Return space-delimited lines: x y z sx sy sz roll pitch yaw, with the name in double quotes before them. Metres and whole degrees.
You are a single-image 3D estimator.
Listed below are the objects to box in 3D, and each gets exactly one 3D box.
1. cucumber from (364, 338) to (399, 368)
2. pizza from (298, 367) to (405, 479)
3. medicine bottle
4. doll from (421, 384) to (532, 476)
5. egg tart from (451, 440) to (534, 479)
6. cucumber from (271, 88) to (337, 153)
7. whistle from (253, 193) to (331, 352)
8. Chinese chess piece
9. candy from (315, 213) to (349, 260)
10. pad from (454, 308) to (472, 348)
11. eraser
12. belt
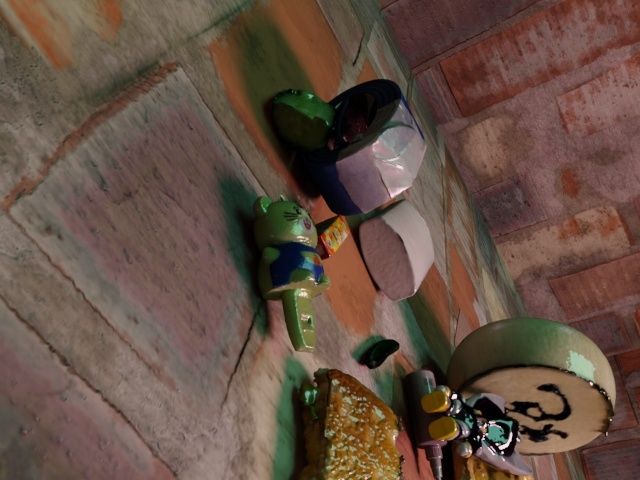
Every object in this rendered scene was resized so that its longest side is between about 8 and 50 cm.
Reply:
"cucumber" 0.109 0.198 1.031 0.036 0.033 0.184 47 18 15
"pizza" 0.031 0.269 0.723 0.147 0.069 0.226 26 39 -22
"medicine bottle" 0.198 0.341 1.065 0.058 0.058 0.199 41 34 -48
"doll" 0.294 0.347 1.060 0.316 0.103 0.145 31 12 -43
"egg tart" 0.368 0.533 1.176 0.341 0.132 0.341 50 28 -40
"cucumber" -0.031 -0.215 1.034 0.193 0.116 0.085 -81 -174 -58
"whistle" -0.039 0.037 0.777 0.105 0.085 0.227 20 52 -49
"Chinese chess piece" 0.453 0.327 1.267 0.349 0.350 0.146 55 32 -28
"candy" 0.000 0.000 0.925 0.038 0.062 0.122 64 23 -10
"pad" 0.431 0.319 1.677 0.176 0.002 0.266 64 23 -8
"eraser" 0.174 0.011 1.265 0.173 0.095 0.270 67 23 -4
"belt" 0.078 -0.183 1.077 0.117 0.213 0.346 58 20 -26
